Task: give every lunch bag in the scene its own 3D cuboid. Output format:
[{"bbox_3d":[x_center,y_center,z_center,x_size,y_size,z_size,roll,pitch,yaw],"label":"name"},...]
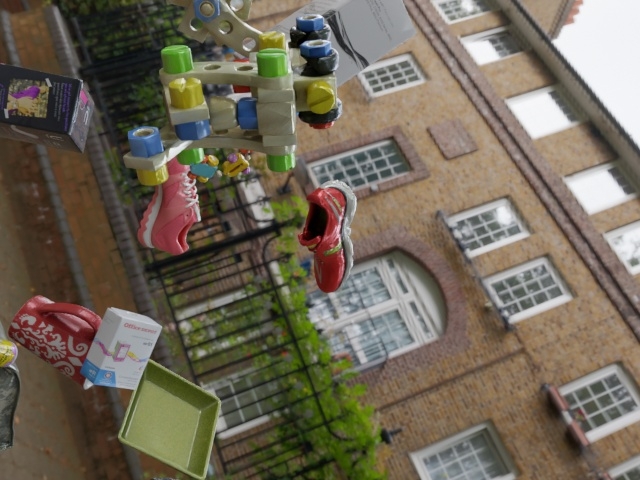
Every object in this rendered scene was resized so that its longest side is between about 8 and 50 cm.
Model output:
[{"bbox_3d":[-0.696,0.254,1.277,0.235,0.169,0.287,50,-50,37],"label":"lunch bag"}]

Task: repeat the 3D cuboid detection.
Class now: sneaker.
[{"bbox_3d":[-0.343,-0.106,1.598,0.116,0.136,0.313,-33,147,-65],"label":"sneaker"},{"bbox_3d":[0.000,0.000,1.423,0.107,0.118,0.279,28,-51,39],"label":"sneaker"}]

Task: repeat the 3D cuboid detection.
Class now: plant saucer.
[{"bbox_3d":[-0.292,0.348,1.236,0.188,0.045,0.188,36,32,-23],"label":"plant saucer"}]

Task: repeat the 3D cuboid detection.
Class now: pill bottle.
[{"bbox_3d":[-0.519,0.174,1.014,0.083,0.043,0.043,60,6,-72],"label":"pill bottle"}]

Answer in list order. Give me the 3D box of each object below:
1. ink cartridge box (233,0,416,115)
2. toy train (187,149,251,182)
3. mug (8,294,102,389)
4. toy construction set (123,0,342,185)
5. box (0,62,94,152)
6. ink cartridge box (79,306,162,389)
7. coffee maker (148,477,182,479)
[{"bbox_3d":[0.002,-0.499,1.636,0.166,0.395,0.285,56,0,-28],"label":"ink cartridge box"},{"bbox_3d":[-0.200,-0.181,1.308,0.125,0.166,0.046,84,-12,-52],"label":"toy train"},{"bbox_3d":[-0.459,0.165,1.178,0.169,0.150,0.113,30,11,2],"label":"mug"},{"bbox_3d":[-0.089,-0.188,0.709,0.151,0.215,0.327,86,-2,-47],"label":"toy construction set"},{"bbox_3d":[-0.704,-0.320,1.545,0.165,0.270,0.143,142,-42,-78],"label":"box"},{"bbox_3d":[-0.340,0.185,1.105,0.052,0.122,0.088,19,-4,41],"label":"ink cartridge box"},{"bbox_3d":[-0.450,0.756,1.787,0.171,0.120,0.178,28,25,-31],"label":"coffee maker"}]
